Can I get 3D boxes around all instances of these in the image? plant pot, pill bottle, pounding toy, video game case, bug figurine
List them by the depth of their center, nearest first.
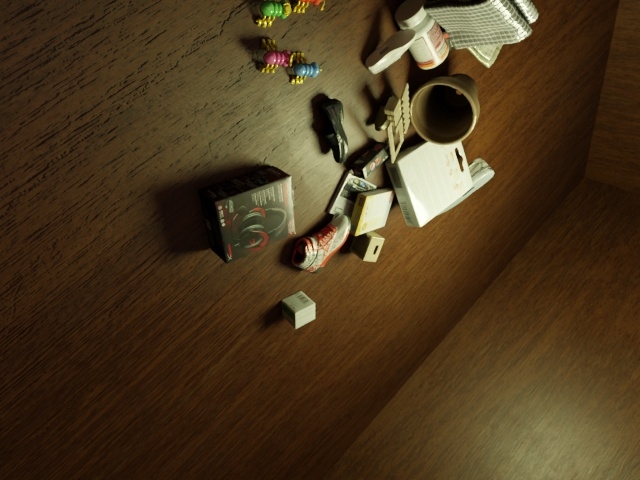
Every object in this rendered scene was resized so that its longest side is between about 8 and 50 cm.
[{"bbox_3d":[-0.074,-0.568,1.123,0.216,0.072,0.278,-22,129,-34],"label":"bug figurine"},{"bbox_3d":[0.348,-0.710,1.404,0.121,0.121,0.221,-56,137,-1],"label":"pill bottle"},{"bbox_3d":[0.512,-0.543,1.612,0.229,0.263,0.263,-51,143,-37],"label":"plant pot"},{"bbox_3d":[0.126,-0.167,1.622,0.190,0.022,0.173,17,103,-48],"label":"video game case"},{"bbox_3d":[0.198,0.028,1.751,0.100,0.130,0.141,8,110,-34],"label":"pounding toy"}]

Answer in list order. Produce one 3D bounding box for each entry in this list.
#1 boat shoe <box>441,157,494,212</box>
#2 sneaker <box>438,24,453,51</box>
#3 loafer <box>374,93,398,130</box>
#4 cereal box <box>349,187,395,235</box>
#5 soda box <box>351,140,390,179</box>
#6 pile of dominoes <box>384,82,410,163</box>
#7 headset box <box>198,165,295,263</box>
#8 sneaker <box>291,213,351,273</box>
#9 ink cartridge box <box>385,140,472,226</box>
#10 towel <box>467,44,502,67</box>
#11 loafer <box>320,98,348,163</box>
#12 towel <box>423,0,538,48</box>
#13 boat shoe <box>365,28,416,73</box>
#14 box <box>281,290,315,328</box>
[{"bbox_3d":[0.635,-0.270,1.974,0.367,0.156,0.136,-40,152,27],"label":"boat shoe"},{"bbox_3d":[0.536,-0.820,1.538,0.276,0.098,0.135,-46,138,-9],"label":"sneaker"},{"bbox_3d":[0.236,-0.475,1.505,0.050,0.056,0.148,31,82,-49],"label":"loafer"},{"bbox_3d":[0.213,-0.123,1.684,0.240,0.047,0.173,-18,129,-51],"label":"cereal box"},{"bbox_3d":[0.193,-0.306,1.552,0.169,0.060,0.053,-46,139,-24],"label":"soda box"},{"bbox_3d":[0.280,-0.437,1.526,0.195,0.040,0.251,-65,159,-14],"label":"pile of dominoes"},{"bbox_3d":[-0.206,-0.091,1.276,0.293,0.110,0.218,-25,130,-31],"label":"headset box"},{"bbox_3d":[0.000,0.001,1.546,0.270,0.090,0.145,-55,142,8],"label":"sneaker"},{"bbox_3d":[0.481,-0.284,1.770,0.385,0.091,0.308,-35,113,-25],"label":"ink cartridge box"},{"bbox_3d":[0.608,-0.844,1.468,0.324,0.056,0.312,19,99,-38],"label":"towel"},{"bbox_3d":[0.042,-0.361,1.375,0.078,0.076,0.223,-27,127,-23],"label":"loafer"},{"bbox_3d":[0.482,-0.704,1.259,0.235,0.284,0.121,14,98,-39],"label":"towel"},{"bbox_3d":[0.240,-0.626,1.362,0.184,0.066,0.063,-38,156,15],"label":"boat shoe"},{"bbox_3d":[-0.089,0.278,1.639,0.102,0.101,0.087,-23,130,-31],"label":"box"}]
